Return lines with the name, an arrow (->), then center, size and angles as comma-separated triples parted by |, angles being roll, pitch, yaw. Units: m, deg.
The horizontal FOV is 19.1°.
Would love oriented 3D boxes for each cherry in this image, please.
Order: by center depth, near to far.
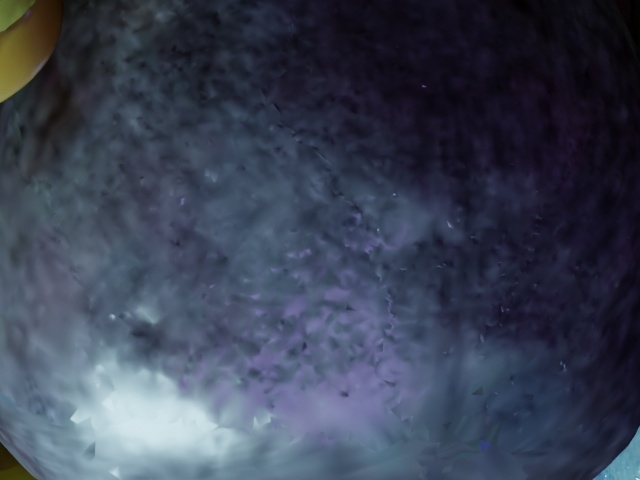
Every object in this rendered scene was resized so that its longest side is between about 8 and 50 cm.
cherry -> 0.001, -0.009, 0.486 | 0.195, 0.195, 0.195 | -3, 142, -3

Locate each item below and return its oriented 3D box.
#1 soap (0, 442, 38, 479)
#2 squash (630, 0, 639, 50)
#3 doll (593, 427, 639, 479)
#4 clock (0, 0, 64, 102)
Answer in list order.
soap -> -0.127, 0.232, 0.734 | 0.306, 0.115, 0.427 | -8, 127, -31
squash -> 0.198, -0.085, 0.495 | 0.224, 0.094, 0.094 | -5, 143, -11
doll -> 0.090, 0.063, 0.681 | 0.180, 0.075, 0.120 | 15, 146, 18
clock -> -0.156, -0.088, 0.386 | 0.202, 0.143, 0.096 | -5, 140, 0
